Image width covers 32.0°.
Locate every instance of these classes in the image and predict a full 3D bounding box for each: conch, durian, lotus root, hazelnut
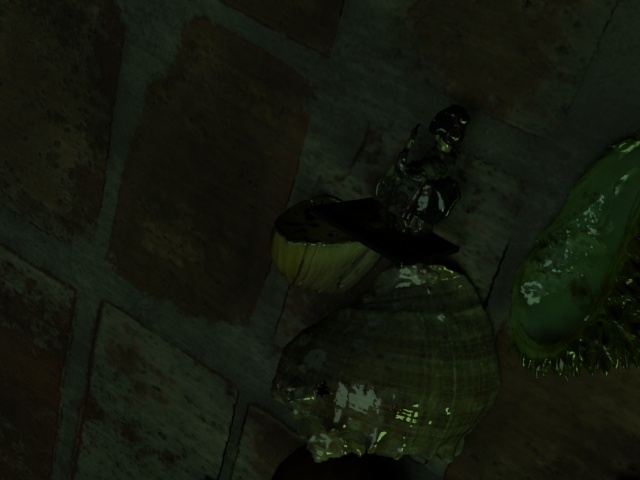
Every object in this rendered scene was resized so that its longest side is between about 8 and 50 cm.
[{"bbox_3d":[0.089,0.198,1.537,0.297,0.210,0.352,28,128,2],"label":"conch"},{"bbox_3d":[0.368,0.029,1.350,0.394,0.163,0.198,-67,32,31],"label":"durian"},{"bbox_3d":[-0.001,0.004,1.576,0.159,0.095,0.135,12,134,-17],"label":"lotus root"},{"bbox_3d":[0.025,0.390,1.676,0.202,0.170,0.160,33,99,39],"label":"hazelnut"}]

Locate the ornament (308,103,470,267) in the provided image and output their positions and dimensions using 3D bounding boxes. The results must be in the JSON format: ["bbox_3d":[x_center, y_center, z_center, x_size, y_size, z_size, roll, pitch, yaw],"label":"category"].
[{"bbox_3d":[0.121,-0.092,1.421,0.153,0.166,0.196,33,113,26],"label":"ornament"}]

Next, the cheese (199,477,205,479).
[{"bbox_3d":[-0.195,0.474,1.960,0.067,0.026,0.120,25,123,22],"label":"cheese"}]
